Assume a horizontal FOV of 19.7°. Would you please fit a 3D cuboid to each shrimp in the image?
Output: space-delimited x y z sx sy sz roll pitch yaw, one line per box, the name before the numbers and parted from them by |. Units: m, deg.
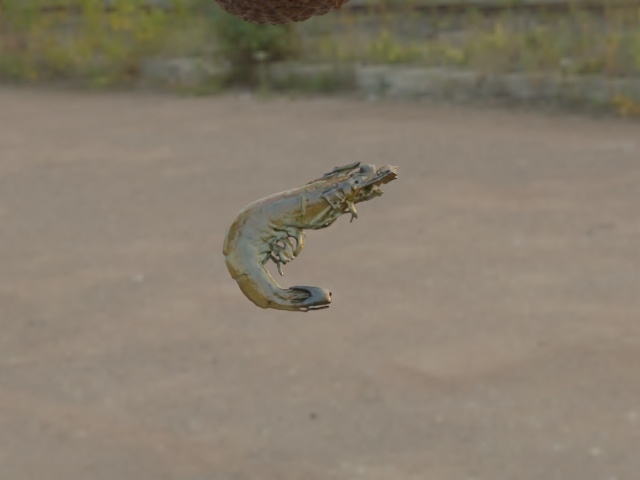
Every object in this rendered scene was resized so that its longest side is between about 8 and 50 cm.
shrimp | 0.000 -0.001 1.671 0.178 0.124 0.034 -20 -24 1

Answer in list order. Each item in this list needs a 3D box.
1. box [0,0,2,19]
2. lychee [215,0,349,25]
box | -0.417 -0.194 1.621 0.301 0.216 0.301 11 -26 5
lychee | -0.043 -0.308 1.857 0.194 0.194 0.194 -4 11 1
